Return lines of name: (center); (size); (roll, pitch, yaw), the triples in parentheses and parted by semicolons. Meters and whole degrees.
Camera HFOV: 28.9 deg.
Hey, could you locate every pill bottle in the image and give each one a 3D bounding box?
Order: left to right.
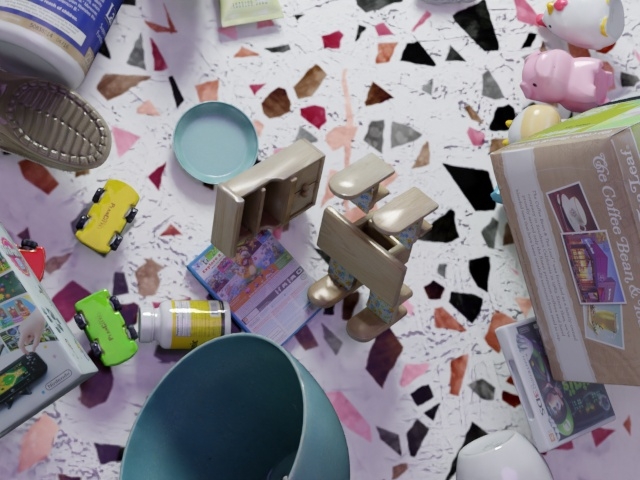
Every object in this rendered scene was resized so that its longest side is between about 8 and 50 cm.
pill bottle: (-0.333, -0.343, 1.638); (0.153, 0.153, 0.265); (25, 74, -7)
pill bottle: (-0.178, 0.110, 1.622); (0.116, 0.065, 0.065); (2, 77, -13)

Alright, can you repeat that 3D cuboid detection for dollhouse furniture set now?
dollhouse furniture set: (0.000, 0.000, 1.603); (0.242, 0.212, 0.161); (39, 51, 24)

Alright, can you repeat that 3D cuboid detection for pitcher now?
pitcher: (0.278, 0.353, 1.661); (0.177, 0.125, 0.207); (-26, 95, -39)

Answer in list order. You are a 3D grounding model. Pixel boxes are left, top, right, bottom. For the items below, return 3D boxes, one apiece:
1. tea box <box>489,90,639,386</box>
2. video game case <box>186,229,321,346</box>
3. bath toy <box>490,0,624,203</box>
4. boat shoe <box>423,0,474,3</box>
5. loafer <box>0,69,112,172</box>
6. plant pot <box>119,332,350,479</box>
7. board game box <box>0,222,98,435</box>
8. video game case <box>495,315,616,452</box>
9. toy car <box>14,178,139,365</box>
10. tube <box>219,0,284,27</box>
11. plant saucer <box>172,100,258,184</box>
tea box: (0.443, -0.018, 1.641); (0.323, 0.220, 0.329); (-23, 100, -34)
video game case: (-0.083, 0.058, 1.683); (0.119, 0.015, 0.166); (-42, 90, -17)
bath toy: (0.342, -0.213, 1.795); (0.151, 0.129, 0.348); (32, 68, -52)
boat shoe: (0.184, -0.375, 1.836); (0.100, 0.035, 0.035); (-1, 51, -10)
loafer: (-0.398, -0.164, 1.614); (0.268, 0.092, 0.102); (24, 75, -5)
plant pot: (-0.075, 0.284, 1.525); (0.195, 0.290, 0.290); (37, 68, -41)
board game box: (-0.450, 0.097, 1.509); (0.224, 0.097, 0.303); (-35, 86, 2)
video game case: (0.325, 0.185, 1.698); (0.190, 0.022, 0.173); (-10, 78, -49)
toy car: (-0.310, 0.061, 1.608); (0.239, 0.053, 0.225); (-27, 86, -17)
tube: (-0.120, -0.423, 1.760); (0.070, 0.062, 0.240); (-14, 85, 25)
plant saucer: (-0.145, -0.132, 1.706); (0.119, 0.021, 0.119); (3, 77, -14)
